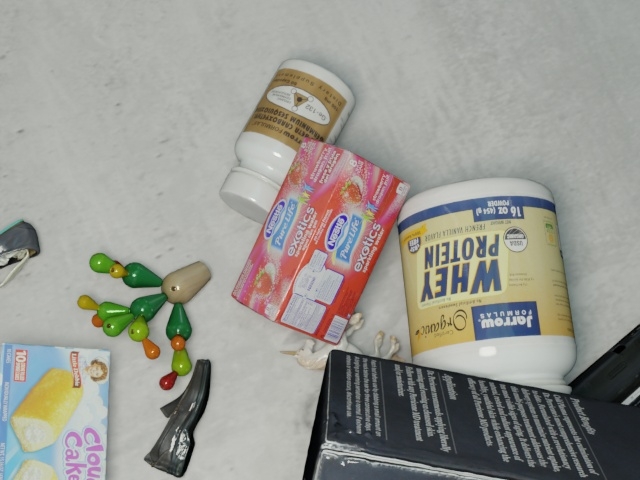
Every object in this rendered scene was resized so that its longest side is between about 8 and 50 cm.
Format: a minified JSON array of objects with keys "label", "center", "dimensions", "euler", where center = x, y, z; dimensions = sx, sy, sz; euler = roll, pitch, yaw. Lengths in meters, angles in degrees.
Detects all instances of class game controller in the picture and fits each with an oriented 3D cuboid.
[{"label":"game controller","center":[0.464,0.240,1.536],"dimensions":[0.319,0.067,0.166],"euler":[-37,95,-12]}]

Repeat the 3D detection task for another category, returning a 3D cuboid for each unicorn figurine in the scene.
[{"label":"unicorn figurine","center":[0.039,0.161,1.514],"dimensions":[0.162,0.060,0.111],"euler":[34,82,1]}]

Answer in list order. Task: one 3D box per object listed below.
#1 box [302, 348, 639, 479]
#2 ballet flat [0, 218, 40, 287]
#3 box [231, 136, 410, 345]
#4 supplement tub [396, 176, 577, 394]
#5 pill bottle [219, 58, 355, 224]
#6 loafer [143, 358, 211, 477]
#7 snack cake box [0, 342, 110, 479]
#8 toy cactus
[{"label":"box","center":[0.190,0.433,1.241],"dimensions":[0.471,0.297,0.480],"euler":[12,105,0]},{"label":"ballet flat","center":[-0.493,0.047,1.501],"dimensions":[0.203,0.074,0.074],"euler":[-33,80,-14]},{"label":"box","center":[0.000,0.000,1.469],"dimensions":[0.128,0.122,0.257],"euler":[24,90,-39]},{"label":"supplement tub","center":[0.233,0.090,1.462],"dimensions":[0.228,0.228,0.316],"euler":[-4,75,-5]},{"label":"pill bottle","center":[-0.053,-0.143,1.551],"dimensions":[0.131,0.131,0.229],"euler":[27,75,3]},{"label":"loafer","center":[-0.199,0.245,1.476],"dimensions":[0.061,0.062,0.170],"euler":[16,73,5]},{"label":"snack cake box","center":[-0.372,0.278,1.410],"dimensions":[0.152,0.089,0.264],"euler":[7,73,-28]},{"label":"toy cactus","center":[-0.235,0.096,1.502],"dimensions":[0.180,0.112,0.219],"euler":[-34,72,-32]}]
